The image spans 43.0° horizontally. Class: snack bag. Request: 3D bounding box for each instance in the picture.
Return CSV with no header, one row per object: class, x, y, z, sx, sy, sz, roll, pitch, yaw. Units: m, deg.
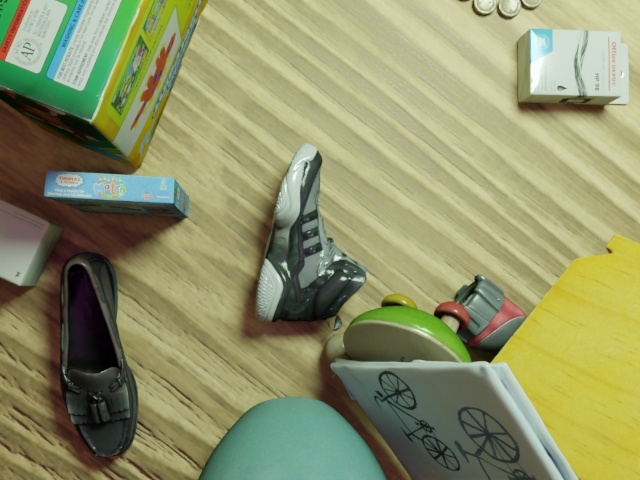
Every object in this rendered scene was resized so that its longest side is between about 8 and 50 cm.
snack bag,0.192,0.279,1.065,0.037,0.342,0.323,-42,104,-28

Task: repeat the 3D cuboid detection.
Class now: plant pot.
plant pot,-0.040,0.330,1.107,0.290,0.290,0.195,0,51,-4

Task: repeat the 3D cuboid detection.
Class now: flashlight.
flashlight,0.320,0.183,1.205,0.304,0.103,0.103,42,105,-2

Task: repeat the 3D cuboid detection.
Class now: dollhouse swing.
dollhouse swing,0.446,0.249,1.151,0.315,0.305,0.347,33,75,35

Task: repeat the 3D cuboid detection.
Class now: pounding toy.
pounding toy,0.125,0.137,1.152,0.183,0.237,0.110,33,58,-7

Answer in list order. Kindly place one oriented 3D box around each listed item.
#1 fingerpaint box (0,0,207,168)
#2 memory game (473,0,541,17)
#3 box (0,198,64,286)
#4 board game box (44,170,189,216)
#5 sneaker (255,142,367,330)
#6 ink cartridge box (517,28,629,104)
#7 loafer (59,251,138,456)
fingerpaint box,-0.250,-0.347,1.054,0.163,0.371,0.444,22,86,-3
memory game,0.284,-0.441,1.278,0.186,0.012,0.186,0,87,-3
box,-0.443,0.002,1.164,0.101,0.087,0.102,25,86,-3
board game box,-0.271,-0.061,1.117,0.160,0.211,0.039,3,86,-4
sneaker,0.000,0.000,1.194,0.153,0.101,0.268,13,92,-4
ink cartridge box,0.401,-0.267,1.253,0.180,0.060,0.104,0,87,-4
loafer,-0.330,0.166,1.159,0.109,0.095,0.302,-8,88,-4
